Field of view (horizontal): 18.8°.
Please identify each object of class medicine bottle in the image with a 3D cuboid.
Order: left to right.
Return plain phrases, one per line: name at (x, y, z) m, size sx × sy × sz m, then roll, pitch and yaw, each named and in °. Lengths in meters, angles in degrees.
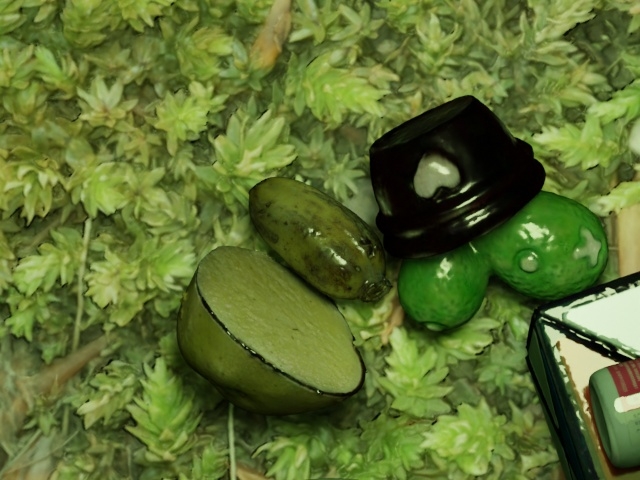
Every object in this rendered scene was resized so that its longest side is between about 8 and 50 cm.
medicine bottle at (0.347, 0.131, 1.677) m, size 0.217 × 0.090 × 0.090 m, roll -14°, pitch 77°, yaw 0°

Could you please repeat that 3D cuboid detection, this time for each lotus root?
lotus root at (0.000, 0.000, 1.986) m, size 0.179 × 0.080 × 0.089 m, roll 39°, pitch 58°, yaw 16°

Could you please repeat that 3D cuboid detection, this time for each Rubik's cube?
Rubik's cube at (0.345, 0.155, 1.845) m, size 0.248 × 0.246 × 0.250 m, roll -18°, pitch 77°, yaw -1°

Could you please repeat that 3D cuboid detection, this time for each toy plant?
toy plant at (0.160, -0.021, 1.946) m, size 0.218 × 0.175 × 0.235 m, roll -26°, pitch 105°, yaw 5°

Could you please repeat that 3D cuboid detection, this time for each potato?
potato at (-0.064, 0.113, 1.946) m, size 0.202 × 0.182 × 0.117 m, roll 35°, pitch 115°, yaw -5°

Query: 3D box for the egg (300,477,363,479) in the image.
egg at (-0.040, 0.377, 1.807) m, size 0.379 × 0.287 × 0.287 m, roll -37°, pitch 78°, yaw -18°
